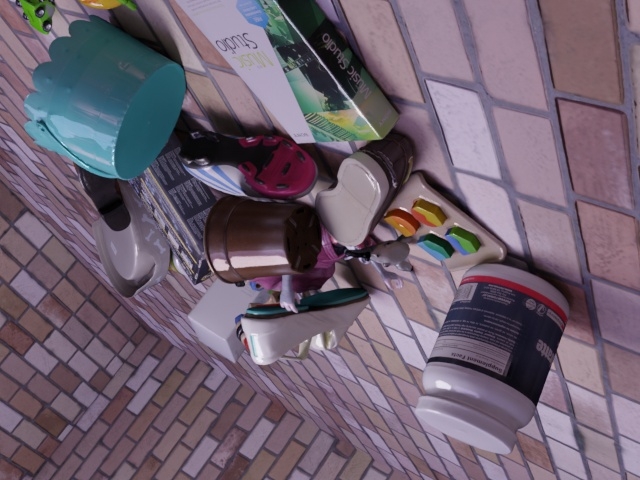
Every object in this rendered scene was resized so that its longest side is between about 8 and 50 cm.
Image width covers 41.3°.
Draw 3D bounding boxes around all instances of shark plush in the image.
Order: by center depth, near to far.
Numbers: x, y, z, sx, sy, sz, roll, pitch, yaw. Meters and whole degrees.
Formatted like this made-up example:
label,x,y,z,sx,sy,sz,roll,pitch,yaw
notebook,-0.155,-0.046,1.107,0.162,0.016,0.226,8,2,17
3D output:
label,x,y,z,sx,sy,sz,roll,pitch,yaw
shark plush,0.108,0.029,1.552,0.067,0.161,0.073,11,111,48

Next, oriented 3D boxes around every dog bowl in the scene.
label,x,y,z,sx,sy,sz,roll,pitch,yaw
dog bowl,-0.520,-0.021,2.325,0.348,0.102,0.349,29,126,51

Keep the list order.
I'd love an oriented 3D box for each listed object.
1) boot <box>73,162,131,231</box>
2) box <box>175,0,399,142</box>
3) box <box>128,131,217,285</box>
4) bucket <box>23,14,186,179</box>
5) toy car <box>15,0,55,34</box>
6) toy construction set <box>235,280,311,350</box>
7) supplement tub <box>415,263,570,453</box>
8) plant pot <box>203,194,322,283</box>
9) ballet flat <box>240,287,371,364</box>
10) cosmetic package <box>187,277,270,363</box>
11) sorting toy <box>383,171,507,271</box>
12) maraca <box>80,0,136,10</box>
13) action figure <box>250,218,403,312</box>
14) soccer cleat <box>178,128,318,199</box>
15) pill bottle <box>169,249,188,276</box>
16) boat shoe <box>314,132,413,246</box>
label,x,y,z,sx,sy,sz,roll,pitch,yaw
boot,-0.573,-0.189,2.129,0.280,0.096,0.264,47,165,46
box,-0.053,-0.276,1.269,0.322,0.058,0.232,46,158,-28
box,-0.336,-0.114,1.864,0.395,0.097,0.318,57,164,7
bucket,-0.390,-0.256,1.581,0.183,0.281,0.281,28,159,9
toy car,-0.567,-0.491,1.648,0.239,0.053,0.225,32,160,14
toy construction set,-0.079,0.147,2.096,0.237,0.258,0.309,-4,-170,-17
supplement tub,0.285,0.194,1.413,0.191,0.272,0.191,23,162,8
plant pot,-0.096,-0.002,1.546,0.165,0.167,0.167,0,143,31
ballet flat,-0.027,0.187,1.841,0.139,0.139,0.400,24,-162,31
cosmetic package,-0.242,0.196,2.401,0.138,0.225,0.224,31,160,14
sorting toy,0.194,-0.022,1.458,0.208,0.038,0.193,41,160,-11
maraca,-0.361,-0.429,1.390,0.127,0.099,0.185,46,-174,4
action figure,0.000,0.000,1.720,0.370,0.248,0.276,-26,74,55
soccer cleat,-0.121,-0.136,1.626,0.331,0.116,0.143,18,165,34
pill bottle,-0.419,0.016,2.418,0.245,0.136,0.136,14,150,47
boat shoe,0.072,-0.082,1.430,0.116,0.096,0.324,47,160,7
